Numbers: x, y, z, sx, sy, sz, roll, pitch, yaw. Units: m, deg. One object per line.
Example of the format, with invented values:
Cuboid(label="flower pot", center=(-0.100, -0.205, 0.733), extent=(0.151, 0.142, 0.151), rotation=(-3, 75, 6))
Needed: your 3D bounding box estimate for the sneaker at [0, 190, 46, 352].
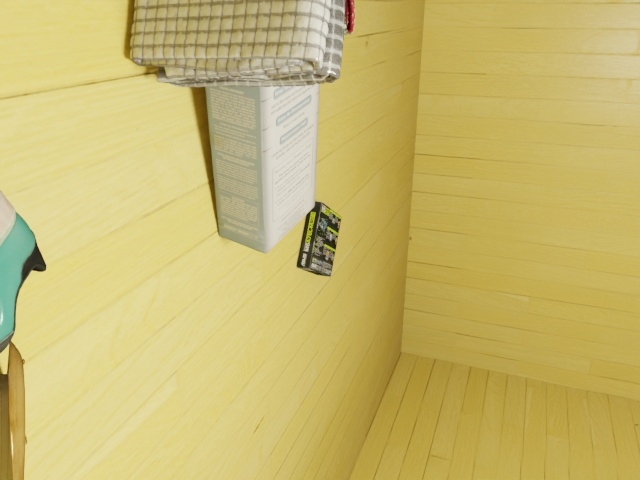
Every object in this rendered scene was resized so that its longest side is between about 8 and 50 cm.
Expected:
Cuboid(label="sneaker", center=(-0.342, 0.095, 0.475), extent=(0.121, 0.108, 0.302), rotation=(70, 32, -46))

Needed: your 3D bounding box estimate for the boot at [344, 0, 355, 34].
Cuboid(label="boot", center=(-0.033, -0.481, 1.006), extent=(0.236, 0.179, 0.085), rotation=(73, 34, -55))

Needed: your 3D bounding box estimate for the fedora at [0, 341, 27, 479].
Cuboid(label="fedora", center=(-0.335, 0.195, 0.535), extent=(0.079, 0.194, 0.194), rotation=(2, 98, -31))

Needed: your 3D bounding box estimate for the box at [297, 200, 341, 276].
Cuboid(label="box", center=(0.000, 0.000, 1.523), extent=(0.191, 0.045, 0.184), rotation=(27, 70, -69))

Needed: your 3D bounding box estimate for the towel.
Cuboid(label="towel", center=(-0.103, -0.323, 0.718), extent=(0.121, 0.284, 0.235), rotation=(-2, 97, -67))

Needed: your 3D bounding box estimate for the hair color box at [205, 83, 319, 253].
Cuboid(label="hair color box", center=(-0.094, -0.184, 0.964), extent=(0.185, 0.114, 0.374), rotation=(-48, 151, -45))
